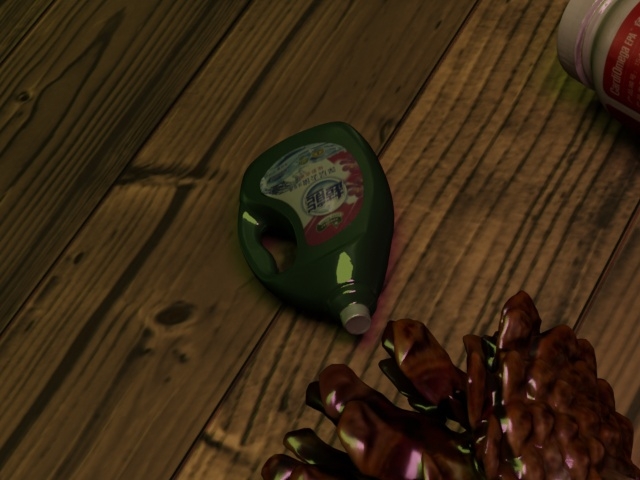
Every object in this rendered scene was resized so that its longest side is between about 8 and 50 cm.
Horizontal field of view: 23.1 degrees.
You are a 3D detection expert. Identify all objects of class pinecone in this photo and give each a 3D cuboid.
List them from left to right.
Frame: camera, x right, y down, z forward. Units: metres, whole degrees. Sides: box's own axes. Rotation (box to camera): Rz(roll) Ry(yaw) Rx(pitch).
[{"bbox_3d":[0.077,0.170,0.985,0.264,0.264,0.264,-13,45,13],"label":"pinecone"}]

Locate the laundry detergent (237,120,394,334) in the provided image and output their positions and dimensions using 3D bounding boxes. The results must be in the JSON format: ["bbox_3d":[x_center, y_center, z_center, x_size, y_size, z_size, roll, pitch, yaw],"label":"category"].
[{"bbox_3d":[0.000,0.000,1.309,0.137,0.063,0.211,-22,46,8],"label":"laundry detergent"}]

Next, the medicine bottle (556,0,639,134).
[{"bbox_3d":[0.309,-0.127,1.238,0.131,0.131,0.250,-37,45,-12],"label":"medicine bottle"}]
